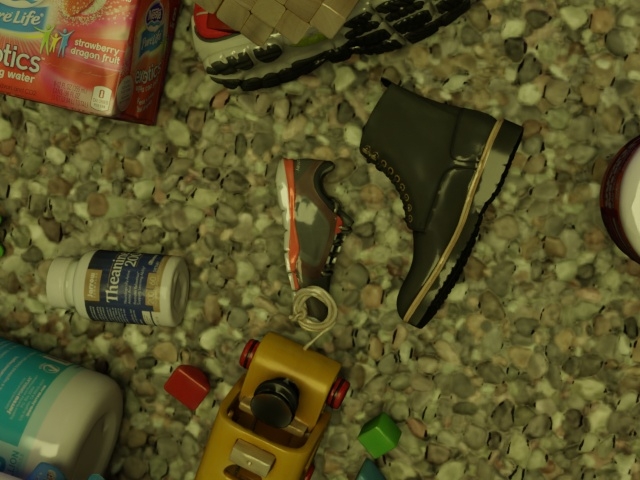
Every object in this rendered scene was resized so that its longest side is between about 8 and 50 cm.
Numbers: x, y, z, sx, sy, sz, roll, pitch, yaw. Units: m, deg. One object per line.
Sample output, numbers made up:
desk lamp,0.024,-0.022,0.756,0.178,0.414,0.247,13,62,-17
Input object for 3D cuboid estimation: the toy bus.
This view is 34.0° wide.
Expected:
toy bus,-0.047,0.170,0.914,0.191,0.104,0.202,-21,104,23

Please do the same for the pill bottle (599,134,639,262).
pill bottle,0.282,-0.032,0.810,0.121,0.221,0.121,0,93,9

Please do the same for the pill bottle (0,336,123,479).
pill bottle,-0.327,0.154,0.957,0.264,0.146,0.146,18,95,9

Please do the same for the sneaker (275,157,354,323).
sneaker,0.000,0.000,0.942,0.065,0.061,0.157,-8,92,3

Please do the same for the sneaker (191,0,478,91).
sneaker,0.017,-0.226,0.910,0.279,0.107,0.118,-15,77,6

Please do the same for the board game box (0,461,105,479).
board game box,-0.379,0.304,0.939,0.390,0.050,0.389,16,122,8

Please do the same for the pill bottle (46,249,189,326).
pill bottle,-0.187,0.043,0.968,0.120,0.067,0.067,4,93,9

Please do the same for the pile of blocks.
pile of blocks,-0.040,-0.267,0.865,0.149,0.362,0.112,18,136,-25

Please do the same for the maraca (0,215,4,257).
maraca,-0.390,-0.026,0.987,0.186,0.099,0.127,39,105,-20

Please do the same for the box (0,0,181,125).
box,-0.271,-0.194,0.943,0.257,0.122,0.128,14,95,8

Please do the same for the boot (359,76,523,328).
boot,0.077,-0.035,0.926,0.137,0.077,0.197,25,83,12
